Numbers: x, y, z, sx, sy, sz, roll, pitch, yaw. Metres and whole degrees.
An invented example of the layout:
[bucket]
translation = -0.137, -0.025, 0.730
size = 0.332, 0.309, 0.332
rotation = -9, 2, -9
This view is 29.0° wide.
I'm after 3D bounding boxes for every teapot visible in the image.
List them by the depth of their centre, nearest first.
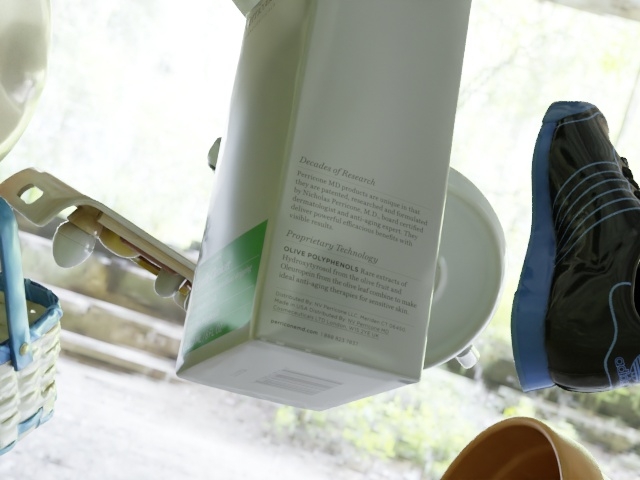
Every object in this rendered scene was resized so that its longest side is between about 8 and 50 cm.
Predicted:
[teapot]
translation = 0.076, 0.015, 1.347
size = 0.253, 0.256, 0.187
rotation = 5, 14, -12

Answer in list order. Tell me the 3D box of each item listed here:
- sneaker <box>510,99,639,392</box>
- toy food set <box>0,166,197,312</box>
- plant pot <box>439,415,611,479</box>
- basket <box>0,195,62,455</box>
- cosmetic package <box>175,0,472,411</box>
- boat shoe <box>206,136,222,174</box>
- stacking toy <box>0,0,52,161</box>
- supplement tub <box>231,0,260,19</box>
[sneaker]
translation = 0.175, -0.002, 0.756
size = 0.090, 0.232, 0.081
rotation = -3, -43, 21
[toy food set]
translation = -0.252, 0.023, 1.558
size = 0.306, 0.092, 0.220
rotation = 36, -6, -30
[plant pot]
translation = 0.247, 0.360, 1.313
size = 0.203, 0.290, 0.291
rotation = 28, -5, -17
[basket]
translation = -0.383, 0.072, 1.225
size = 0.255, 0.289, 0.201
rotation = 10, 25, 30
[cosmetic package]
translation = 0.005, -0.053, 1.071
size = 0.155, 0.365, 0.197
rotation = 16, -22, -21
[boat shoe]
translation = 0.001, -0.002, 1.630
size = 0.367, 0.156, 0.136
rotation = 24, 15, -14
[stacking toy]
translation = -0.592, -0.260, 1.450
size = 0.480, 0.350, 0.350
rotation = 10, -5, 20
[supplement tub]
translation = 0.005, -0.374, 1.489
size = 0.191, 0.272, 0.191
rotation = 51, 9, -11
